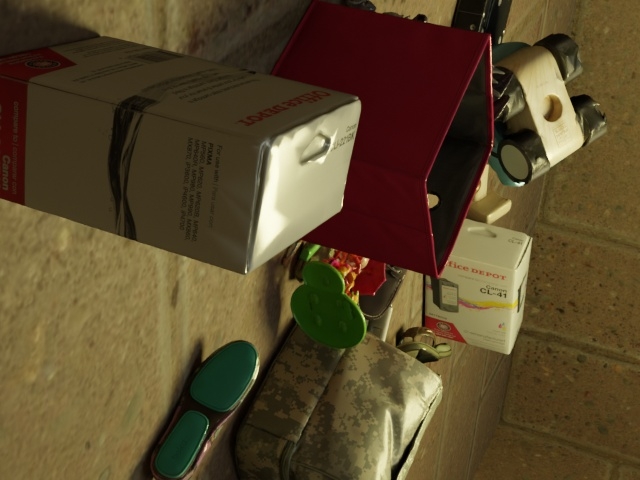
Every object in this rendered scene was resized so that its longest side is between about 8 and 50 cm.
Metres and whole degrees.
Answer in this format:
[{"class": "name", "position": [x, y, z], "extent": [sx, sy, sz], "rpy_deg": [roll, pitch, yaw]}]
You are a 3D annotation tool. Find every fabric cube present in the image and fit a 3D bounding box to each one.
[{"class": "fabric cube", "position": [0.077, -0.138, 1.444], "extent": [0.259, 0.258, 0.254], "rpy_deg": [73, 36, -57]}]

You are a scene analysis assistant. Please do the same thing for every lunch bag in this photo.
[{"class": "lunch bag", "position": [0.036, 0.301, 1.672], "extent": [0.212, 0.256, 0.305], "rpy_deg": [84, 29, -46]}]

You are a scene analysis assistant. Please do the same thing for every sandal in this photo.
[{"class": "sandal", "position": [0.221, 0.243, 2.400], "extent": [0.303, 0.120, 0.086], "rpy_deg": [14, 64, -73]}]

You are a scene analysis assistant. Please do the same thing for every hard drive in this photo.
[{"class": "hard drive", "position": [0.364, -0.561, 2.198], "extent": [0.237, 0.064, 0.338], "rpy_deg": [-8, 113, -69]}]

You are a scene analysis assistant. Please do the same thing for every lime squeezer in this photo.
[{"class": "lime squeezer", "position": [0.055, -0.039, 1.684], "extent": [0.310, 0.059, 0.109], "rpy_deg": [-24, 127, -69]}]

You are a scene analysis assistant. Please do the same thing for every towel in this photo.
[{"class": "towel", "position": [0.000, 0.000, 1.686], "extent": [0.110, 0.027, 0.148], "rpy_deg": [18, 87, -71]}]

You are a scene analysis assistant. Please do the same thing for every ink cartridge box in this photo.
[{"class": "ink cartridge box", "position": [-0.128, -0.084, 0.890], "extent": [0.197, 0.273, 0.114], "rpy_deg": [-36, 137, -60]}, {"class": "ink cartridge box", "position": [0.371, 0.109, 2.496], "extent": [0.306, 0.226, 0.131], "rpy_deg": [83, 28, -45]}]

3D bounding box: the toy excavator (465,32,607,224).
[{"class": "toy excavator", "position": [0.401, -0.223, 2.300], "extent": [0.222, 0.445, 0.432], "rpy_deg": [-32, 110, -20]}]

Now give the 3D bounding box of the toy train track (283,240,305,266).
[{"class": "toy train track", "position": [-0.038, 0.004, 1.606], "extent": [0.083, 0.014, 0.048], "rpy_deg": [-58, 163, -25]}]

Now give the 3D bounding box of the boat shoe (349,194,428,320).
[{"class": "boat shoe", "position": [0.122, 0.011, 1.862], "extent": [0.092, 0.103, 0.285], "rpy_deg": [-122, -127, -81]}]

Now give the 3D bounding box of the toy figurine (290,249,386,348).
[{"class": "toy figurine", "position": [0.042, 0.056, 1.649], "extent": [0.159, 0.130, 0.173], "rpy_deg": [-52, 144, -43]}]

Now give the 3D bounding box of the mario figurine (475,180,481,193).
[{"class": "mario figurine", "position": [0.224, -0.195, 1.792], "extent": [0.170, 0.198, 0.320], "rpy_deg": [-64, 157, -14]}]

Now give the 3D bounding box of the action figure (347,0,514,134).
[{"class": "action figure", "position": [0.153, -0.285, 1.564], "extent": [0.099, 0.285, 0.185], "rpy_deg": [-52, -168, 22]}]

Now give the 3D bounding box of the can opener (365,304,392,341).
[{"class": "can opener", "position": [0.107, 0.092, 1.982], "extent": [0.093, 0.074, 0.280], "rpy_deg": [13, 93, -70]}]

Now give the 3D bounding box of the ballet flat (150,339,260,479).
[{"class": "ballet flat", "position": [-0.155, 0.232, 1.389], "extent": [0.221, 0.077, 0.079], "rpy_deg": [-60, 175, -24]}]
